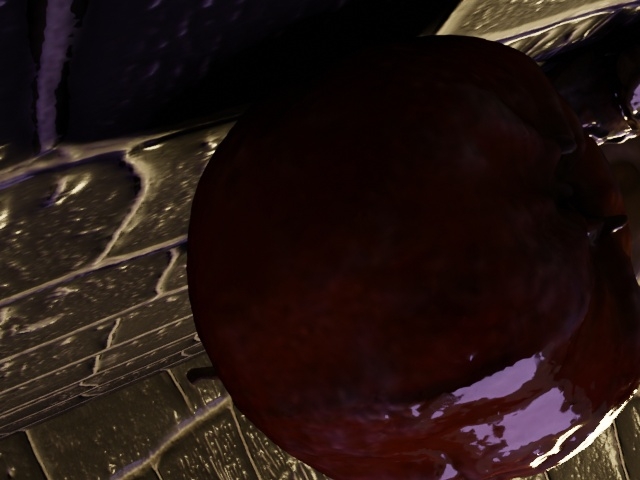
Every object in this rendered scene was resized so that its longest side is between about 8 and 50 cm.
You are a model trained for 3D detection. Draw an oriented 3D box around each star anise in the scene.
[{"bbox_3d":[0.261,-0.122,0.926,0.231,0.089,0.209,-13,-172,29],"label":"star anise"}]

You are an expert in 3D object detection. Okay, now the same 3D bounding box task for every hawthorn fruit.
[{"bbox_3d":[0.025,0.027,0.619,0.272,0.242,0.242,-26,174,26],"label":"hawthorn fruit"}]

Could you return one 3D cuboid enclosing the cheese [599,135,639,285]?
[{"bbox_3d":[0.244,-0.033,1.111,0.235,0.218,0.117,-1,-174,38],"label":"cheese"}]
